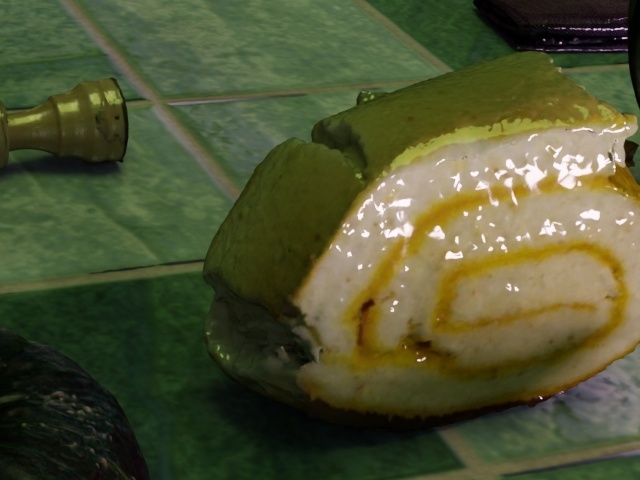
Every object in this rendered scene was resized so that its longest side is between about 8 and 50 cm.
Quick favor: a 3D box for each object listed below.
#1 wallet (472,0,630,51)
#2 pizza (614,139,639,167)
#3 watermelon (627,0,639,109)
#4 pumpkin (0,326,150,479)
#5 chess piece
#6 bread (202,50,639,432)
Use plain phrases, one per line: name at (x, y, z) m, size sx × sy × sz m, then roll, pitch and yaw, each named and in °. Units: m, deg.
wallet at (0.224, -0.195, 1.594) m, size 0.166 × 0.030 × 0.111 m, roll -3°, pitch 29°, yaw -17°
pizza at (0.148, -0.043, 1.256) m, size 0.134 × 0.046 × 0.175 m, roll 4°, pitch 27°, yaw -3°
watermelon at (0.342, -0.126, 1.206) m, size 0.285 × 0.285 × 0.285 m, roll 5°, pitch 26°, yaw -3°
pumpkin at (-0.167, 0.114, 0.750) m, size 0.212 × 0.152 × 0.211 m, roll -1°, pitch 40°, yaw 1°
chess piece at (-0.214, -0.070, 1.223) m, size 0.172 × 0.060 × 0.060 m, roll -8°, pitch 30°, yaw -22°
bread at (0.060, 0.001, 0.999) m, size 0.257 × 0.185 × 0.124 m, roll -14°, pitch 36°, yaw -20°
